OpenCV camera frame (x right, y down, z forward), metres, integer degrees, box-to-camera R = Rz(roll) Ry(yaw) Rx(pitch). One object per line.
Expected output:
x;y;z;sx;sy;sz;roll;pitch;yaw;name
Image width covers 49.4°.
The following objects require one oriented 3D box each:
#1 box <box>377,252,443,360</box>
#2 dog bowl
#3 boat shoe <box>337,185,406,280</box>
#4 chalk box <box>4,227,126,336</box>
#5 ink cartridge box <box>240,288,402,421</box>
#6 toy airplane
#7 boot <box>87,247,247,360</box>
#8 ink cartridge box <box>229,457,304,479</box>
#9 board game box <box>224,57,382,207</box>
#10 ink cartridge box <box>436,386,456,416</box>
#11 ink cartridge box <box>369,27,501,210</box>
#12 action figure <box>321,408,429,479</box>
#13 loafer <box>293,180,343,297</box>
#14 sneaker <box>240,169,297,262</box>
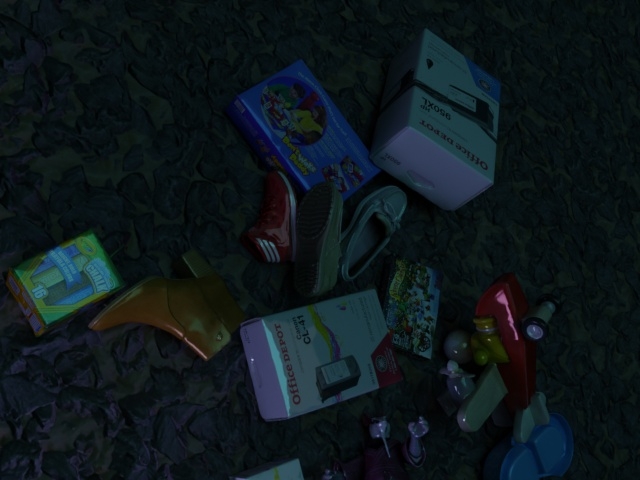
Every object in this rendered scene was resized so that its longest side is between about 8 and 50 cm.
0.218;0.167;1.744;0.159;0.044;0.233;23;65;-22;box
0.523;0.553;1.761;0.297;0.074;0.166;-30;103;-33;dog bowl
0.122;-0.015;1.694;0.320;0.103;0.118;-44;122;-30;boat shoe
-0.469;0.072;1.337;0.213;0.132;0.132;-30;90;-32;chalk box
0.003;0.251;1.547;0.306;0.131;0.226;-11;80;-33;ink cartridge box
0.438;0.302;1.730;0.386;0.272;0.384;39;64;-56;toy airplane
-0.297;0.164;1.421;0.295;0.104;0.211;-36;93;-37;boot
-0.114;0.510;1.422;0.143;0.092;0.090;-11;81;-30;ink cartridge box
-0.036;-0.243;1.704;0.233;0.078;0.347;-40;96;-35;board game box
0.325;0.397;1.740;0.083;0.028;0.048;-37;94;-33;ink cartridge box
0.312;-0.318;1.837;0.285;0.166;0.395;29;51;-20;ink cartridge box
0.161;0.539;1.510;0.370;0.248;0.275;-93;157;-43;action figure
0.000;0.000;1.583;0.092;0.102;0.268;22;76;-54;loafer
-0.122;-0.055;1.600;0.128;0.087;0.221;-7;77;-32;sneaker
